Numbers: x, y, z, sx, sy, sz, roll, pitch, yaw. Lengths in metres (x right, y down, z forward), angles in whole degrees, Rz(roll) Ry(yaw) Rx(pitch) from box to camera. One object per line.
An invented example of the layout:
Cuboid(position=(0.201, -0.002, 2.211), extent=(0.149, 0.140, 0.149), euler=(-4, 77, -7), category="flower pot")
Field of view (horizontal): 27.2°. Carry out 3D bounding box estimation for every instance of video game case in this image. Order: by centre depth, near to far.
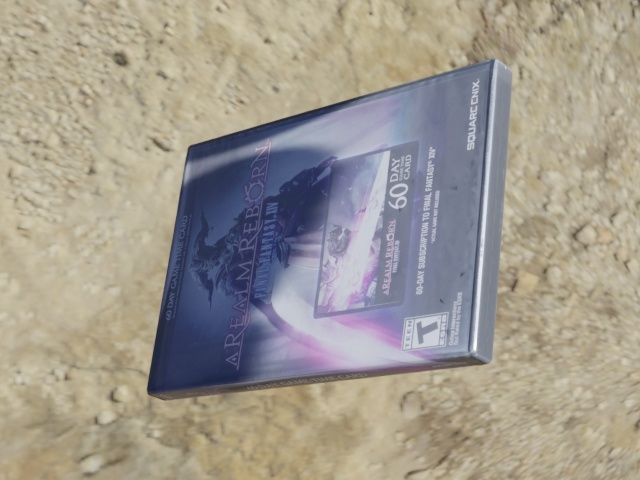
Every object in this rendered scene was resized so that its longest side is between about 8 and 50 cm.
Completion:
Cuboid(position=(0.000, 0.000, 0.876), extent=(0.274, 0.026, 0.196), euler=(-11, 62, 38), category="video game case")
